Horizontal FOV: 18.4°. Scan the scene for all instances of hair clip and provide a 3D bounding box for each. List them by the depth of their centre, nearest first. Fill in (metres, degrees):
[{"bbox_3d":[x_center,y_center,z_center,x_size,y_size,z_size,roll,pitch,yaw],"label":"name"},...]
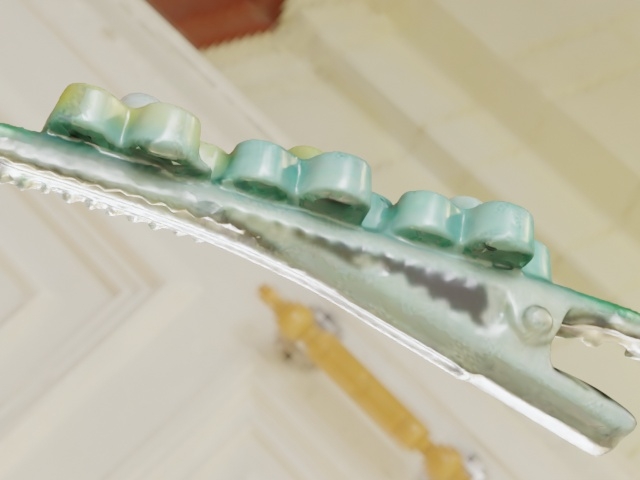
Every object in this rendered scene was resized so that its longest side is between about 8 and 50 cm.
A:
[{"bbox_3d":[0.000,0.000,0.454,0.049,0.173,0.049,-158,-90,-78],"label":"hair clip"}]
